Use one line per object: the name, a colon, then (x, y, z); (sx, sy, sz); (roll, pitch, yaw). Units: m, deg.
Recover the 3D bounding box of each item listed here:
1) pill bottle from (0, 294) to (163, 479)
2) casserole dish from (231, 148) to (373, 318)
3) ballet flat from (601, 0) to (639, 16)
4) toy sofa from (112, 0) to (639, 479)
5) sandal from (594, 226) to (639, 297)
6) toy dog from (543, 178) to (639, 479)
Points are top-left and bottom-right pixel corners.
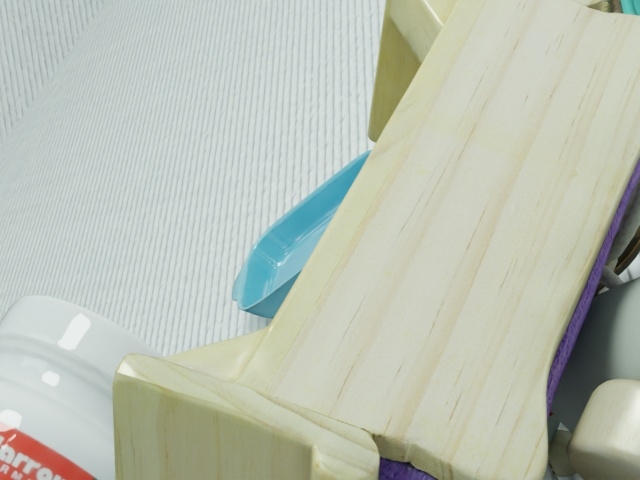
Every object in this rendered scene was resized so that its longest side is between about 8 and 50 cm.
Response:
pill bottle: (-0.259, 0.235, 1.292); (0.210, 0.210, 0.363); (-15, 40, 56)
casserole dish: (0.000, 0.000, 1.410); (0.188, 0.037, 0.114); (-38, 24, 27)
ballet flat: (0.229, -0.176, 1.166); (0.123, 0.123, 0.348); (-36, 23, 32)
toy sofa: (0.054, 0.021, 0.813); (0.150, 0.177, 0.362); (97, -164, -46)
sandal: (0.129, 0.052, 1.038); (0.219, 0.060, 0.090); (-51, 27, 28)
toy dog: (0.179, 0.085, 0.816); (0.220, 0.161, 0.333); (-54, 7, 2)
